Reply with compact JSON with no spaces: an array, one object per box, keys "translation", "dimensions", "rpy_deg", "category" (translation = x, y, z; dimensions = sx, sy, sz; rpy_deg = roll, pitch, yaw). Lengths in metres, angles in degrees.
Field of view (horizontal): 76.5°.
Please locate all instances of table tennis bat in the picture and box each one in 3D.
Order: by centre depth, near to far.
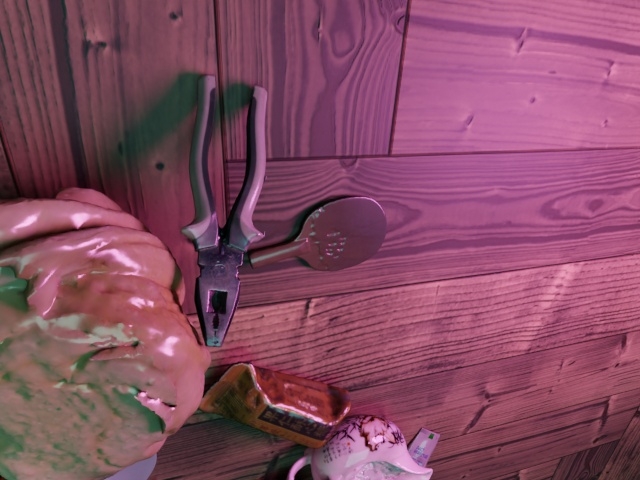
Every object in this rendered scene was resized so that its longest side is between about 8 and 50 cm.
[{"translation":[0.000,0.000,0.652],"dimensions":[0.234,0.022,0.131],"rpy_deg":[-15,121,-14],"category":"table tennis bat"}]

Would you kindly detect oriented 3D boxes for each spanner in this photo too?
[{"translation":[-0.113,-0.040,0.484],"dimensions":[0.095,0.040,0.325],"rpy_deg":[6,80,-19],"category":"spanner"}]

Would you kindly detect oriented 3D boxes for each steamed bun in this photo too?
[{"translation":[-0.299,0.110,0.478],"dimensions":[0.325,0.230,0.372],"rpy_deg":[-29,122,8],"category":"steamed bun"}]

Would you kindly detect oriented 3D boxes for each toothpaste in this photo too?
[{"translation":[0.199,0.597,1.018],"dimensions":[0.075,0.048,0.301],"rpy_deg":[32,97,-2],"category":"toothpaste"}]

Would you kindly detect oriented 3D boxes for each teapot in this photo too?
[{"translation":[0.070,0.474,0.850],"dimensions":[0.299,0.166,0.208],"rpy_deg":[-8,131,-26],"category":"teapot"}]

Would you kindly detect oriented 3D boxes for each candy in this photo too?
[{"translation":[-0.074,0.293,0.736],"dimensions":[0.271,0.101,0.143],"rpy_deg":[25,112,-22],"category":"candy"}]

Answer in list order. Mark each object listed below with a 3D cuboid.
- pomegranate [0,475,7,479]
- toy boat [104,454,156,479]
[{"translation":[-0.559,0.398,0.558],"dimensions":[0.211,0.263,0.211],"rpy_deg":[4,85,-56],"category":"pomegranate"},{"translation":[-0.357,0.402,0.703],"dimensions":[0.220,0.067,0.291],"rpy_deg":[-29,130,-23],"category":"toy boat"}]
